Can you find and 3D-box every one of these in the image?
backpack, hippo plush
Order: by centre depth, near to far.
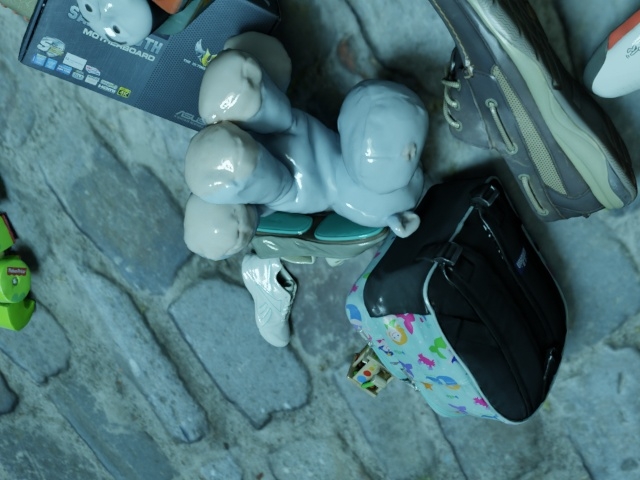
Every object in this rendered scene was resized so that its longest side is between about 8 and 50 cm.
[{"bbox_3d":[-0.005,-0.063,0.803,0.236,0.234,0.294,10,138,3],"label":"hippo plush"},{"bbox_3d":[0.169,0.082,0.866,0.191,0.225,0.253,-15,121,50],"label":"backpack"}]

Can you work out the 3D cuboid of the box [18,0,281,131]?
[{"bbox_3d":[-0.187,-0.235,0.825,0.232,0.059,0.183,19,130,-29],"label":"box"}]

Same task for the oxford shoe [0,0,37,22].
[{"bbox_3d":[-0.365,-0.305,0.862,0.347,0.123,0.130,5,124,16],"label":"oxford shoe"}]

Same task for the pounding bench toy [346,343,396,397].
[{"bbox_3d":[0.072,0.186,1.042,0.052,0.083,0.065,36,124,-6],"label":"pounding bench toy"}]

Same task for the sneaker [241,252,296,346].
[{"bbox_3d":[-0.062,0.085,1.044,0.061,0.054,0.152,-6,118,18],"label":"sneaker"}]

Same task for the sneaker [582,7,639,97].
[{"bbox_3d":[0.383,-0.175,0.675,0.270,0.090,0.145,-34,66,29],"label":"sneaker"}]

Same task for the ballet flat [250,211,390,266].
[{"bbox_3d":[0.000,0.000,0.952,0.213,0.072,0.068,4,128,33],"label":"ballet flat"}]

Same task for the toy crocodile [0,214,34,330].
[{"bbox_3d":[-0.509,-0.010,1.114,0.115,0.105,0.341,-2,115,20],"label":"toy crocodile"}]

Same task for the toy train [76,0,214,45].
[{"bbox_3d":[-0.090,-0.298,0.662,0.142,0.334,0.190,36,139,-8],"label":"toy train"}]

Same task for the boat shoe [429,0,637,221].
[{"bbox_3d":[0.185,-0.151,0.769,0.130,0.132,0.355,-32,105,31],"label":"boat shoe"}]
